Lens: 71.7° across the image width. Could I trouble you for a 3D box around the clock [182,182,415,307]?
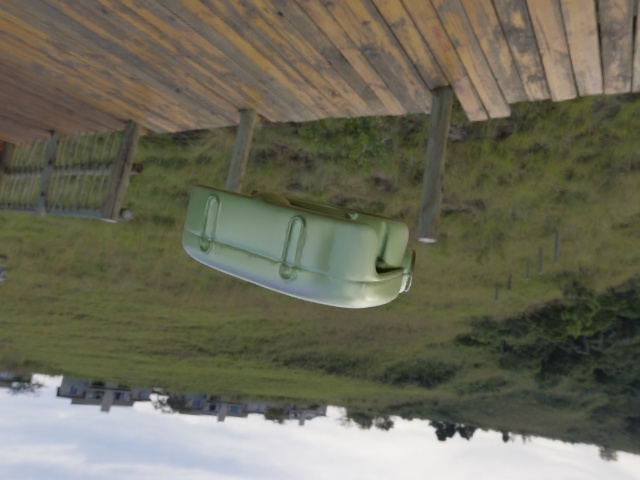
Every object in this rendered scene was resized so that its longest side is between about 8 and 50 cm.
[{"bbox_3d":[0.000,0.000,0.670,0.286,0.117,0.348,15,-173,29],"label":"clock"}]
